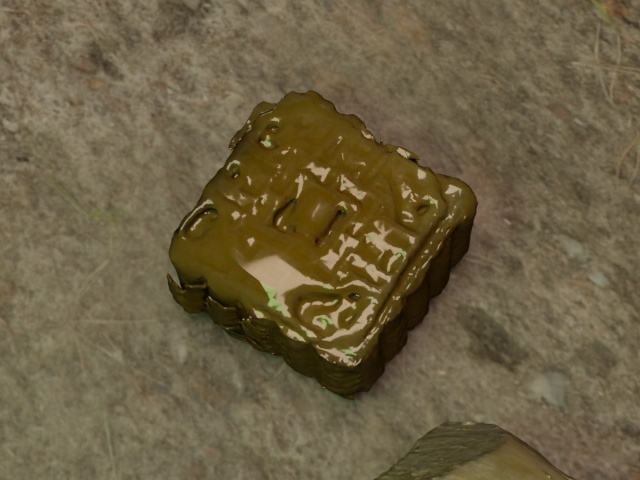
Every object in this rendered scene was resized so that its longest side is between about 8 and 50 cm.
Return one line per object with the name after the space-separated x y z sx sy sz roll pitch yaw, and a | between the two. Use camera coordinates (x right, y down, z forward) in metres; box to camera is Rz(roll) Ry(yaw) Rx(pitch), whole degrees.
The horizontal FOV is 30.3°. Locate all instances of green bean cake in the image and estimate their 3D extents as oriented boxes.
0.000 0.000 1.064 0.224 0.131 0.230 31 70 13 | green bean cake

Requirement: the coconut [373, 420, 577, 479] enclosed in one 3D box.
0.108 0.297 0.864 0.254 0.297 0.297 37 72 17 | coconut
